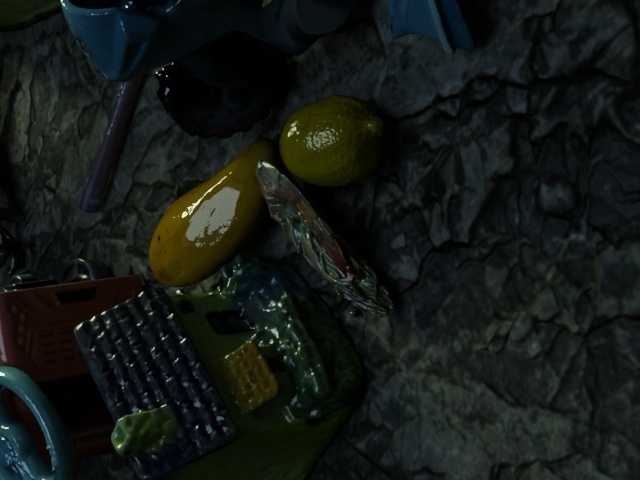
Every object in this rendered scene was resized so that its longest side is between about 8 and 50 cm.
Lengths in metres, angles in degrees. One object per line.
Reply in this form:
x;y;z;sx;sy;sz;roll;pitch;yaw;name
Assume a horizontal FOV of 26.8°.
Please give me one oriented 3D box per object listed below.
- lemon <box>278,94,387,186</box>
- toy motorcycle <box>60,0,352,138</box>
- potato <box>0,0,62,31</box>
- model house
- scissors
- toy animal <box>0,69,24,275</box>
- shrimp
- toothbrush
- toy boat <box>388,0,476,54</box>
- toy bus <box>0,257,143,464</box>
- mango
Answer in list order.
0.013;-0.087;1.167;0.110;0.082;0.082;-4;87;42;lemon
-0.081;-0.277;1.158;0.172;0.232;0.416;52;126;46;toy motorcycle
-0.404;-0.361;1.482;0.330;0.280;0.213;-8;86;49;potato
-0.109;0.118;1.211;0.170;0.211;0.194;-56;51;34;model house
-0.365;0.124;1.340;0.393;0.032;0.180;52;129;20;scissors
-0.436;-0.084;1.681;0.243;0.087;0.260;7;100;62;toy animal
0.000;0.000;1.188;0.190;0.042;0.101;48;169;22;shrimp
-0.195;-0.181;1.439;0.029;0.024;0.354;38;117;31;toothbrush
0.092;-0.268;1.081;0.109;0.098;0.238;-57;-40;-86;toy boat
-0.381;0.157;1.520;0.427;0.203;0.233;-15;84;44;toy bus
-0.103;-0.019;1.299;0.190;0.075;0.098;-41;36;28;mango
